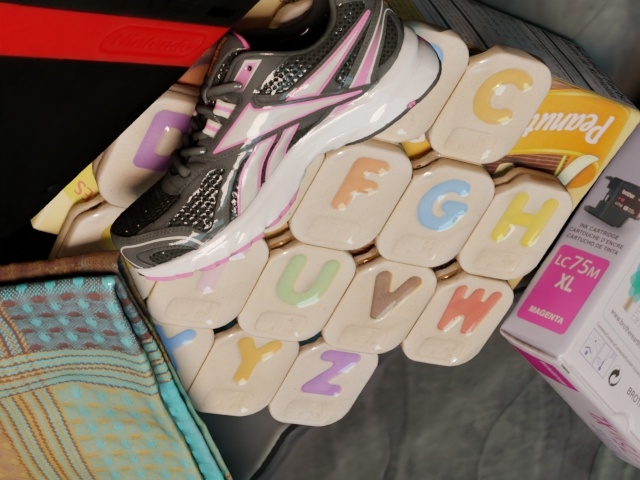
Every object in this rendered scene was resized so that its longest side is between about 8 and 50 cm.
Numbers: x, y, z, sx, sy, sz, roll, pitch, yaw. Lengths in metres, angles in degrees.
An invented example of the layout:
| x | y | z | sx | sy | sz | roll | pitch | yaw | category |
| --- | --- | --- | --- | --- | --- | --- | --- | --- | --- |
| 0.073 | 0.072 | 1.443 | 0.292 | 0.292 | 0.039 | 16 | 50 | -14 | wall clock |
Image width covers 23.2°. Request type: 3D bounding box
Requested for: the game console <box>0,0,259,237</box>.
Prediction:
| x | y | z | sx | sy | sz | roll | pitch | yaw | category |
| --- | --- | --- | --- | --- | --- | --- | --- | --- | --- |
| -0.142 | -0.105 | 0.562 | 0.342 | 0.060 | 0.386 | -40 | 165 | 24 | game console |

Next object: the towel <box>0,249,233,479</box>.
| x | y | z | sx | sy | sz | roll | pitch | yaw | category |
| --- | --- | --- | --- | --- | --- | --- | --- | --- | --- |
| -0.188 | 0.148 | 0.923 | 0.271 | 0.040 | 0.370 | -9 | 139 | 8 | towel |

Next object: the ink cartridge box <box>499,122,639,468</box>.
| x | y | z | sx | sy | sz | roll | pitch | yaw | category |
| --- | --- | --- | --- | --- | --- | --- | --- | --- | --- |
| 0.255 | -0.016 | 1.010 | 0.311 | 0.065 | 0.186 | -54 | 134 | -9 | ink cartridge box |

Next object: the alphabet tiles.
| x | y | z | sx | sy | sz | roll | pitch | yaw | category |
| --- | --- | --- | --- | --- | --- | --- | --- | --- | --- |
| 0.000 | 0.000 | 0.859 | 0.284 | 0.021 | 0.278 | 11 | 124 | -31 | alphabet tiles |

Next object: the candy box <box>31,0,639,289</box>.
| x | y | z | sx | sy | sz | roll | pitch | yaw | category |
| --- | --- | --- | --- | --- | --- | --- | --- | --- | --- |
| 0.007 | -0.063 | 0.884 | 0.316 | 0.087 | 0.183 | 15 | 120 | -35 | candy box |

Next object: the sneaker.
| x | y | z | sx | sy | sz | roll | pitch | yaw | category |
| --- | --- | --- | --- | --- | --- | --- | --- | --- | --- |
| -0.035 | -0.061 | 0.742 | 0.178 | 0.072 | 0.077 | -41 | 120 | -4 | sneaker |
